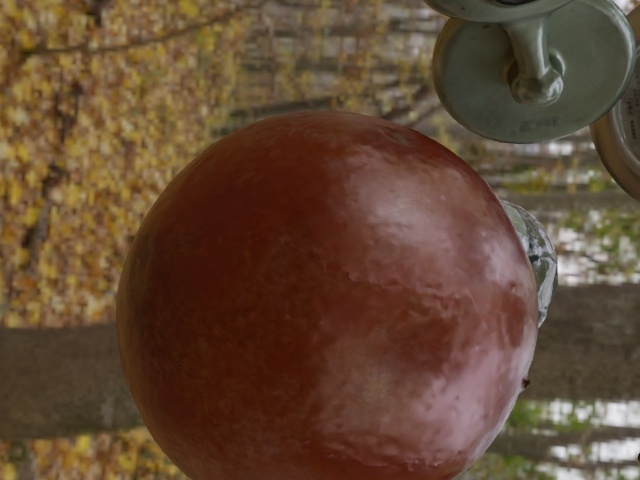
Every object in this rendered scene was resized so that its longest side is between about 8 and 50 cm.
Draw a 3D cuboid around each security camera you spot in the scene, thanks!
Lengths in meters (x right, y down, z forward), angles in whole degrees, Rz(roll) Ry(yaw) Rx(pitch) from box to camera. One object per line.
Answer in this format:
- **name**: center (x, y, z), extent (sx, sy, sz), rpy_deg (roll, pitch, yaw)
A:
- **security camera**: center (0.146, -0.172, 0.916), extent (0.080, 0.157, 0.301), rpy_deg (-93, 166, -45)

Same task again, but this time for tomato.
- **tomato**: center (-0.006, 0.043, 0.802), extent (0.265, 0.265, 0.264), rpy_deg (4, 90, -82)

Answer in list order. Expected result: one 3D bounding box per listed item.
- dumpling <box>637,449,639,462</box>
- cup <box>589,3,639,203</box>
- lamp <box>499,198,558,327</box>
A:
- **dumpling**: center (0.190, 0.112, 0.551), extent (0.219, 0.108, 0.152), rpy_deg (-52, 148, -51)
- **cup**: center (0.367, -0.127, 1.132), extent (0.317, 0.212, 0.212), rpy_deg (-16, 111, -60)
- **lamp**: center (0.165, -0.005, 1.428), extent (0.182, 0.182, 0.314), rpy_deg (-78, 154, -43)
